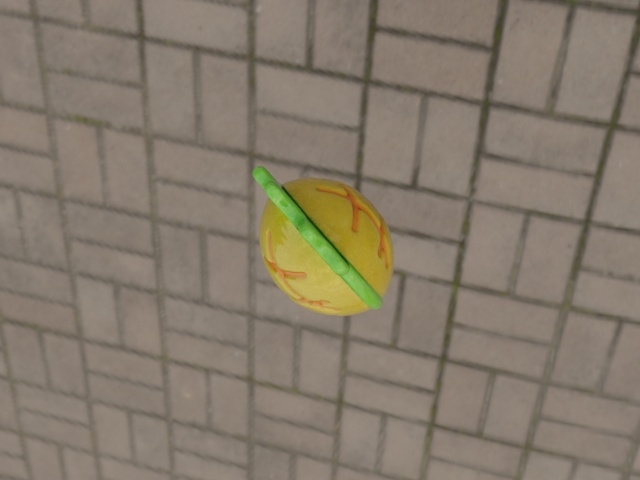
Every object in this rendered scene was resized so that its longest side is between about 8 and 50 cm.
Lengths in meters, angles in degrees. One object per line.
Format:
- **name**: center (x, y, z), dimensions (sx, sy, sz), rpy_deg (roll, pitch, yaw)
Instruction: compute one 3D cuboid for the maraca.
- **maraca**: center (0.000, 0.000, 0.857), dimensions (0.127, 0.099, 0.185), rpy_deg (46, -179, 20)
